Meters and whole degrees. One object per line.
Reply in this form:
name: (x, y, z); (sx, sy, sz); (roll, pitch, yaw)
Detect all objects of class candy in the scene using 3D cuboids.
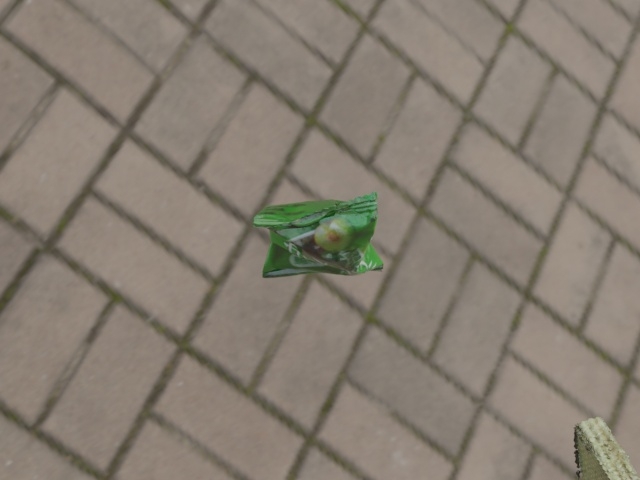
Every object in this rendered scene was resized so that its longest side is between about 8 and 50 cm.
candy: (0.002, -0.003, 1.708); (0.141, 0.203, 0.078); (8, 68, 4)

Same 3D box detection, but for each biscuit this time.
biscuit: (0.352, 0.343, 1.786); (0.046, 0.147, 0.250); (-15, 121, -6)
